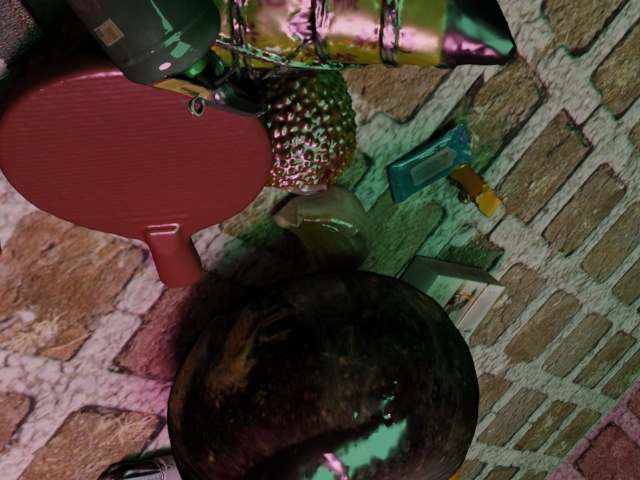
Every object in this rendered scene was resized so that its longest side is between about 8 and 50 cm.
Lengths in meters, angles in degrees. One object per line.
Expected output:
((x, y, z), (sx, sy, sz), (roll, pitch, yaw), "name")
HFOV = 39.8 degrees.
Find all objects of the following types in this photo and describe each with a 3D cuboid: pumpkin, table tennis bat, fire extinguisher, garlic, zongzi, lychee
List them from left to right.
((-0.157, -0.215, 0.673), (0.311, 0.114, 0.095), (55, 52, -29), "fire extinguisher")
((-0.179, -0.056, 0.928), (0.268, 0.051, 0.415), (-5, 152, -1), "table tennis bat")
((-0.039, -0.298, 0.763), (0.383, 0.319, 0.362), (-16, 144, -2), "zongzi")
((-0.031, -0.139, 0.992), (0.171, 0.171, 0.171), (-26, 142, -23), "lychee")
((0.004, 0.237, 1.240), (0.454, 0.344, 0.454), (-21, 146, -15), "pumpkin")
((0.009, 0.002, 1.249), (0.128, 0.090, 0.198), (-21, 148, -6), "garlic")
((0.239, -0.078, 1.388), (0.054, 0.074, 0.083), (-41, 146, 6), "pumpkin")

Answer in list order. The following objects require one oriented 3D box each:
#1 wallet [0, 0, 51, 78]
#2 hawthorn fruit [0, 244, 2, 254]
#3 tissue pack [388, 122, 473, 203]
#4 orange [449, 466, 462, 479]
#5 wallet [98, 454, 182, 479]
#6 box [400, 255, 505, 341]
((-0.345, -0.165, 0.678), (0.221, 0.071, 0.262), (-39, 164, -7), "wallet")
((-0.380, 0.013, 0.796), (0.173, 0.179, 0.173), (-62, -177, 5), "hawthorn fruit")
((0.162, -0.115, 1.315), (0.138, 0.028, 0.085), (-32, 141, -8), "tissue pack")
((0.113, 0.356, 1.528), (0.284, 0.284, 0.226), (-47, 149, 5), "orange")
((-0.253, 0.413, 1.410), (0.231, 0.069, 0.170), (-1, 110, -48), "wallet")
((0.213, 0.114, 1.565), (0.233, 0.067, 0.149), (10, 119, -50), "box")
